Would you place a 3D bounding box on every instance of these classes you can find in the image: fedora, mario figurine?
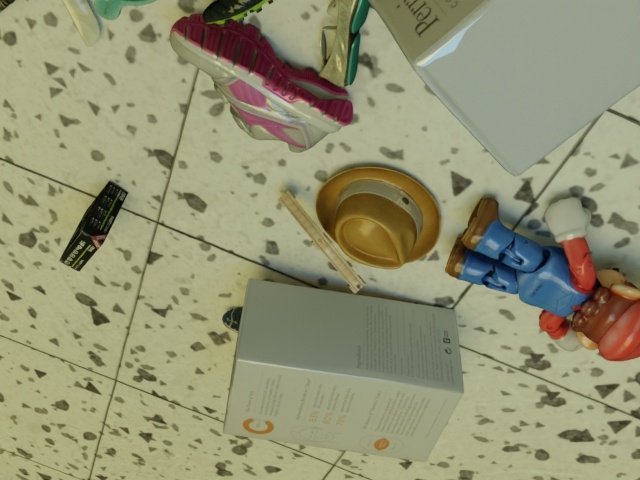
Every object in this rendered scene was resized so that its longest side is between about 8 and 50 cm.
[{"bbox_3d":[0.080,-0.016,1.099,0.195,0.079,0.194,8,134,9],"label":"fedora"},{"bbox_3d":[0.350,0.052,1.083,0.321,0.170,0.198,28,170,5],"label":"mario figurine"}]

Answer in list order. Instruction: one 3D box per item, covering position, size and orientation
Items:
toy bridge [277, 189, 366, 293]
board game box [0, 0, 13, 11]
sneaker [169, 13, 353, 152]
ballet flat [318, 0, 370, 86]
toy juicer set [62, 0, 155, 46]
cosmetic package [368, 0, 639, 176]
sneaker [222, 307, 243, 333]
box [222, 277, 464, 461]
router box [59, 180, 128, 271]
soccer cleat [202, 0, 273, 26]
[{"bbox_3d":[0.000,0.000,1.110,0.026,0.063,0.188,-39,93,-1],"label":"toy bridge"},{"bbox_3d":[-0.456,-0.384,0.959,0.126,0.026,0.186,-23,122,31],"label":"board game box"},{"bbox_3d":[-0.088,-0.191,0.974,0.252,0.103,0.111,32,130,-12],"label":"sneaker"},{"bbox_3d":[0.026,-0.260,0.912,0.052,0.057,0.168,22,134,10],"label":"ballet flat"},{"bbox_3d":[-0.254,-0.368,0.871,0.329,0.089,0.209,-23,121,33],"label":"toy juicer set"},{"bbox_3d":[0.253,-0.290,0.587,0.453,0.230,0.161,-39,131,17],"label":"cosmetic package"},{"bbox_3d":[-0.112,0.165,1.341,0.135,0.052,0.058,18,138,1],"label":"sneaker"},{"bbox_3d":[0.031,0.215,1.228,0.346,0.168,0.215,9,134,-5],"label":"box"},{"bbox_3d":[-0.358,-0.023,1.192,0.038,0.122,0.092,34,132,-20],"label":"router box"},{"bbox_3d":[-0.071,-0.314,0.894,0.179,0.060,0.072,-21,113,23],"label":"soccer cleat"}]
